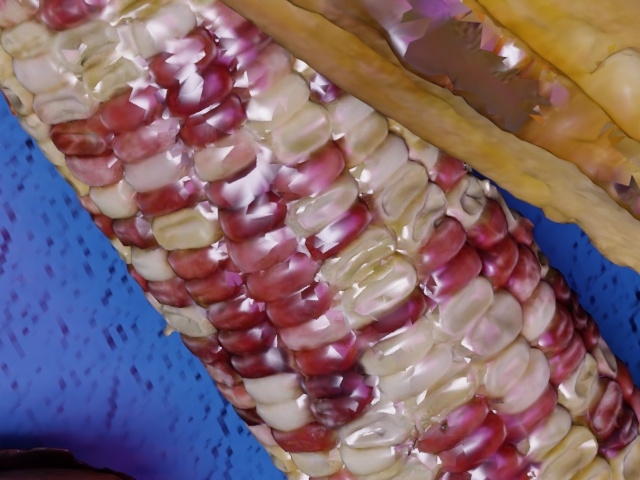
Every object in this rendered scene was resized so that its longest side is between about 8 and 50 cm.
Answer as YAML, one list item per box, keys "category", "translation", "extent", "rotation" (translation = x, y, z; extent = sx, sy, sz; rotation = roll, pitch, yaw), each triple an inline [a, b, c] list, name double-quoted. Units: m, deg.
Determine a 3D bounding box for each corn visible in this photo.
- category: "corn"
  translation: [0.000, 0.000, 0.501]
  extent: [0.098, 0.098, 0.290]
  rotation: [-41, 109, -15]

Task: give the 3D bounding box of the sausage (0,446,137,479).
- category: "sausage"
  translation: [-0.102, 0.094, 0.475]
  extent: [0.141, 0.076, 0.076]
  rotation: [-8, 101, -26]

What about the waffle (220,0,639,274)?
- category: "waffle"
  translation: [0.024, -0.151, 0.444]
  extent: [0.328, 0.098, 0.224]
  rotation: [35, 57, -28]
